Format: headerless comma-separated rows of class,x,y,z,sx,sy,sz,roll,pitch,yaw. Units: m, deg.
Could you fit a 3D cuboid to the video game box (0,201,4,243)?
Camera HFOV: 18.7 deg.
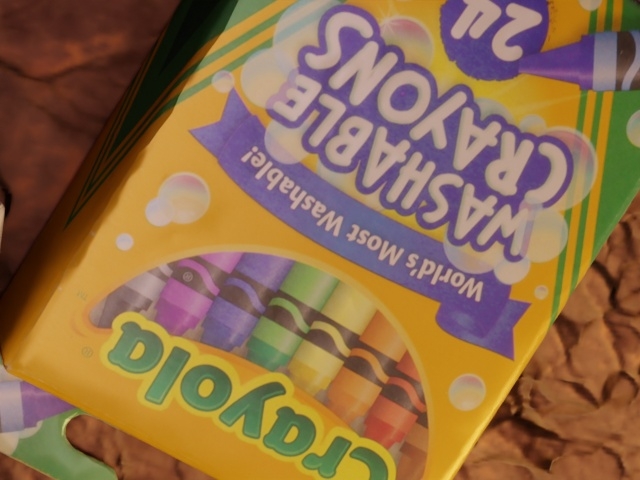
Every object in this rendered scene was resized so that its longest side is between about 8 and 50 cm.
video game box,-0.235,0.071,0.801,0.187,0.048,0.205,8,102,1

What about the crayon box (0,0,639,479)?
crayon box,0.000,0.000,0.854,0.203,0.083,0.323,30,96,-19
